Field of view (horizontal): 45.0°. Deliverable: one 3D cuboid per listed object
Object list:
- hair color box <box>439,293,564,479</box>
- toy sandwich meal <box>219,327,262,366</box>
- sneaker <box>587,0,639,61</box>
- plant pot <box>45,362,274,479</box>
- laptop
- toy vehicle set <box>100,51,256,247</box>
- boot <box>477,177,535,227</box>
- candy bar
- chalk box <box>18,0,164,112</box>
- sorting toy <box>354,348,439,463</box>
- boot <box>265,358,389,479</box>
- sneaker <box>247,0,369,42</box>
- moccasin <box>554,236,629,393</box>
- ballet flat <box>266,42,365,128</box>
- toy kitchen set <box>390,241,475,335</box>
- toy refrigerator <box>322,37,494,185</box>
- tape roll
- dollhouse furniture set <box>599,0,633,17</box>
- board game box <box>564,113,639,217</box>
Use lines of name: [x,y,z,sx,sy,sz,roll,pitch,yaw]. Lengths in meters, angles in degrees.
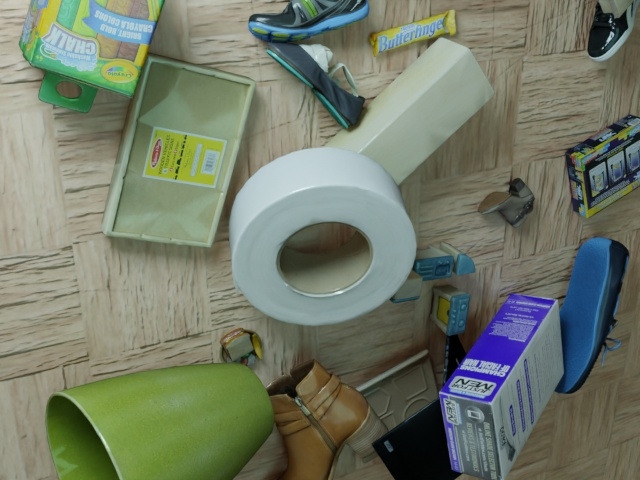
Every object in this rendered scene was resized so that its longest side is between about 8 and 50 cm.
hair color box: [0.352,0.268,1.462,0.339,0.110,0.185,-41,127,-46]
toy sandwich meal: [-0.133,0.186,1.310,0.085,0.029,0.086,-11,117,-23]
sneaker: [0.496,-0.431,1.341,0.121,0.079,0.217,27,90,-31]
plant pot: [-0.228,0.308,1.202,0.293,0.274,0.275,-20,121,-38]
laptop: [0.218,0.338,1.499,0.136,0.264,0.234,-10,132,23]
toy vehicle set: [-0.207,-0.124,1.127,0.165,0.035,0.267,9,108,-30]
boot: [0.353,-0.059,1.450,0.118,0.042,0.087,-35,126,-9]
candy bar: [0.147,-0.330,1.232,0.161,0.018,0.040,-21,120,-19]
chalk box: [-0.290,-0.263,0.963,0.132,0.132,0.213,13,106,-31]
sorting toy: [0.143,0.323,1.519,0.193,0.038,0.208,-26,126,-15]
boot: [-0.041,0.358,1.397,0.283,0.109,0.220,-37,115,13]
sneaker: [-0.021,-0.336,1.122,0.188,0.067,0.078,-20,99,-17]
moccasin: [0.574,0.166,1.611,0.116,0.137,0.342,4,111,-34]
ballet flat: [0.001,-0.250,1.161,0.074,0.074,0.203,-51,131,1]
toy kitchen set: [0.186,0.108,1.387,0.207,0.122,0.166,-7,115,-25]
toy refrigerator: [0.139,-0.192,1.245,0.269,0.094,0.102,-43,127,0]
tape roll: [0.000,0.000,1.196,0.286,0.100,0.286,-5,131,-6]
dollhouse furniture set: [0.548,-0.578,1.182,0.355,0.173,0.303,-49,122,-17]
board game box: [0.567,-0.146,1.518,0.170,0.048,0.141,-29,124,-14]
